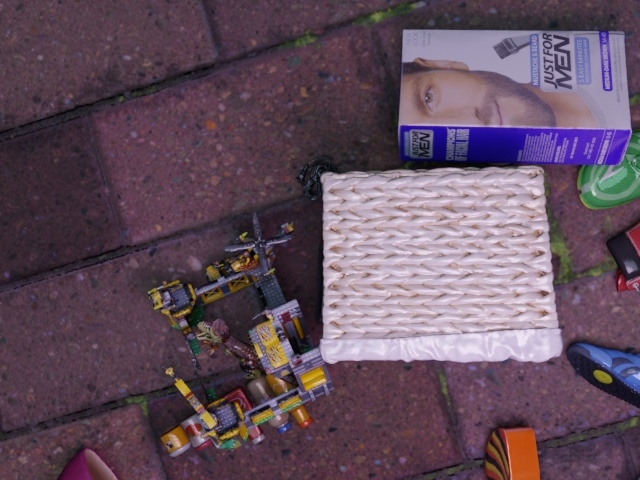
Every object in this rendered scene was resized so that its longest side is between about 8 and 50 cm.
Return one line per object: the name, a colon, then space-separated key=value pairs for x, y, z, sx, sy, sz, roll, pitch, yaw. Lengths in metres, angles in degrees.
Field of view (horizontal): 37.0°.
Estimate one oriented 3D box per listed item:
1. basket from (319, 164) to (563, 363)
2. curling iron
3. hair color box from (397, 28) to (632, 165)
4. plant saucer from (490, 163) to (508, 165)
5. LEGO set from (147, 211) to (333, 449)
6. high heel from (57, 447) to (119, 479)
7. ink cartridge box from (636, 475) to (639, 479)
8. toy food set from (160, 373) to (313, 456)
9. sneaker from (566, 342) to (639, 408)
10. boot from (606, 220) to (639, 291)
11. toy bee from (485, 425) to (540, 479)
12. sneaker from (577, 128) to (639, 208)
basket: x=0.172 y=0.035 z=1.408 sx=0.331 sy=0.328 sz=0.266 roll=-1 pitch=89 yaw=7
curling iron: x=0.000 y=0.000 z=1.571 sx=0.068 sy=0.035 sz=0.274 roll=-3 pitch=91 yaw=11
hair color box: x=0.290 y=-0.220 z=1.463 sx=0.339 sy=0.110 sz=0.185 roll=1 pitch=63 yaw=7
plant saucer: x=0.289 y=-0.162 z=1.544 sx=0.084 sy=0.013 sz=0.083 roll=0 pitch=92 yaw=7
LEGO set: x=-0.126 y=0.134 z=1.444 sx=0.255 sy=0.192 sz=0.331 roll=-17 pitch=62 yaw=-1
high heel: x=-0.286 y=0.503 z=1.564 sx=0.377 sy=0.127 sz=0.181 roll=27 pitch=105 yaw=8
ink cartridge box: x=0.592 y=0.500 z=1.471 sx=0.311 sy=0.065 sz=0.186 roll=44 pitch=68 yaw=5
toy food set: x=-0.133 y=0.301 z=1.551 sx=0.232 sy=0.111 sz=0.104 roll=-31 pitch=89 yaw=-5
sneaker: x=0.494 y=0.208 z=1.514 sx=0.209 sy=0.069 sz=0.082 roll=28 pitch=63 yaw=13
boot: x=0.566 y=0.065 z=1.486 sx=0.176 sy=0.088 sz=0.244 roll=-39 pitch=79 yaw=6
toy bee: x=0.296 y=0.451 z=1.501 sx=0.195 sy=0.162 sz=0.298 roll=19 pitch=62 yaw=-9
sneaker: x=0.534 y=-0.135 z=1.462 sx=0.296 sy=0.123 sz=0.109 roll=-22 pitch=89 yaw=7
